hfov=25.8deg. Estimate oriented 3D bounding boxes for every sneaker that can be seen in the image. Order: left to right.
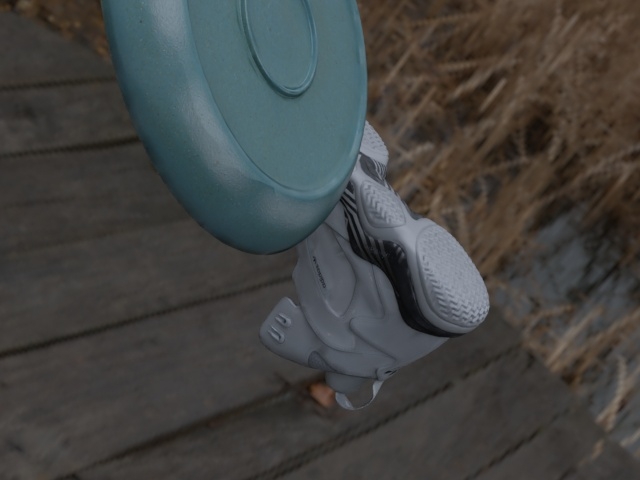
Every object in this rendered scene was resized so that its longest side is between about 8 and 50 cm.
[{"bbox_3d":[0.000,0.000,1.486,0.366,0.210,0.137,53,26,20],"label":"sneaker"}]

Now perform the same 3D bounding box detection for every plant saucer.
[{"bbox_3d":[-0.042,-0.149,0.990,0.317,0.043,0.318,26,60,-57],"label":"plant saucer"}]
